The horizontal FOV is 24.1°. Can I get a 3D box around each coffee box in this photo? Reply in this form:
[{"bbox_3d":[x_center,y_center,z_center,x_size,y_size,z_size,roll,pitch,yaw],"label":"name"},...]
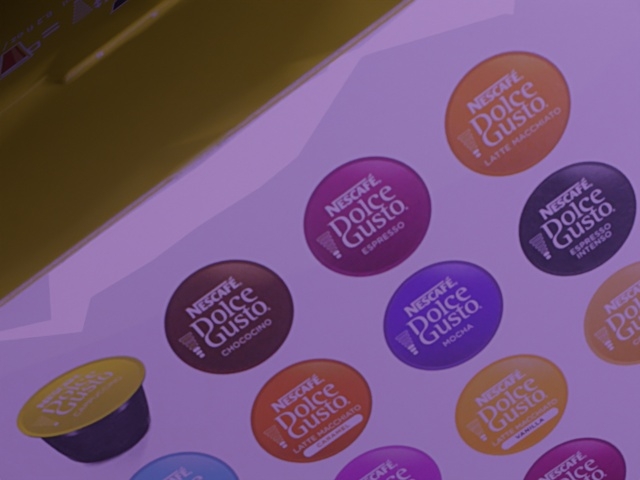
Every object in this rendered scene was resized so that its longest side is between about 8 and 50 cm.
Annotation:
[{"bbox_3d":[0.000,0.000,0.761,0.337,0.338,0.334,-36,122,4],"label":"coffee box"}]
